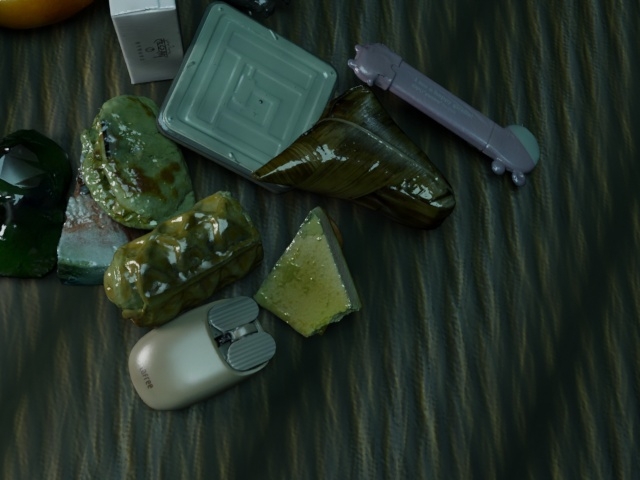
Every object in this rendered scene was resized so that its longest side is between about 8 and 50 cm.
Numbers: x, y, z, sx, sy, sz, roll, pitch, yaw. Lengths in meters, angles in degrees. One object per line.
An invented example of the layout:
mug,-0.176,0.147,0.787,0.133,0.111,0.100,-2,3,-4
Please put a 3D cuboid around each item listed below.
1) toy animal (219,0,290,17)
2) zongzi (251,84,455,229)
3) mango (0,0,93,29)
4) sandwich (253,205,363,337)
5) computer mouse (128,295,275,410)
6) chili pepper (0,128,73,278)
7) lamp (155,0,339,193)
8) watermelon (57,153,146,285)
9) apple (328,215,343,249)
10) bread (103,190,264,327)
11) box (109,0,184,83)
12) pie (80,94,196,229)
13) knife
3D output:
toy animal,-0.117,-0.479,1.647,0.146,0.114,0.245,11,36,-8
zongzi,0.060,-0.092,1.527,0.286,0.134,0.288,46,53,8
mango,-0.515,-0.461,1.602,0.257,0.138,0.187,-33,93,-1
sandwich,0.003,0.065,1.501,0.162,0.058,0.193,35,111,4
computer mouse,-0.196,0.185,1.484,0.236,0.082,0.145,-22,77,-10
chili pepper,-0.493,-0.068,1.506,0.148,0.116,0.264,11,75,-5
lamp,-0.122,-0.247,1.582,0.269,0.047,0.266,26,71,-18
watermelon,-0.370,-0.052,1.539,0.154,0.094,0.241,-2,72,-14
apple,0.000,0.000,1.554,0.071,0.084,0.084,-22,78,-8
bread,-0.223,0.035,1.477,0.268,0.130,0.152,-31,110,-23
box,-0.298,-0.410,1.544,0.111,0.260,0.194,-9,75,-8
pie,-0.302,-0.132,1.525,0.201,0.090,0.248,-9,74,-41
knife,0.224,-0.232,1.616,0.399,0.038,0.132,32,55,-13
